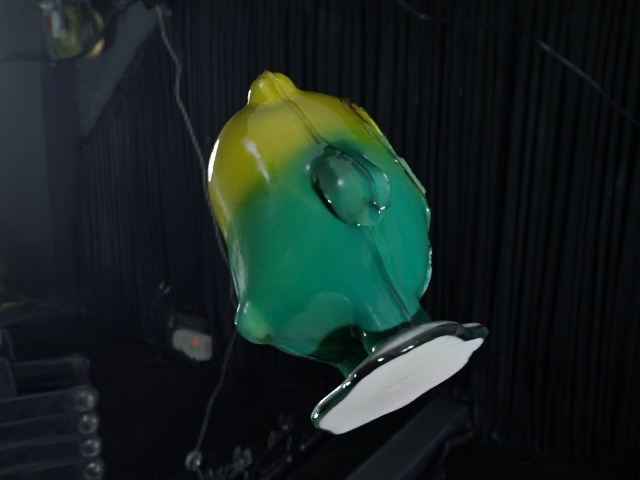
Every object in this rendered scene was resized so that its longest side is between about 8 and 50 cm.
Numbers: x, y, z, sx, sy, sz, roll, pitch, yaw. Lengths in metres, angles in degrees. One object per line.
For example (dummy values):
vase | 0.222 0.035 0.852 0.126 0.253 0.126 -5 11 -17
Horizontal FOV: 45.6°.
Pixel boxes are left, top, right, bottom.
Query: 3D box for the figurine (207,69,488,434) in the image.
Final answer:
figurine | 0.000 0.000 0.771 0.232 0.323 0.340 -19 -118 -18
